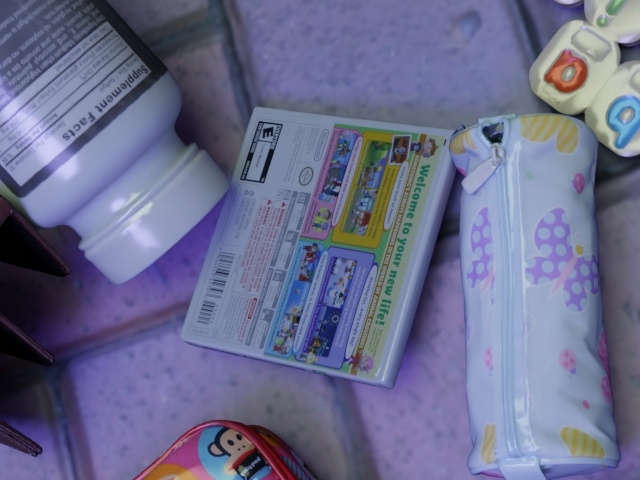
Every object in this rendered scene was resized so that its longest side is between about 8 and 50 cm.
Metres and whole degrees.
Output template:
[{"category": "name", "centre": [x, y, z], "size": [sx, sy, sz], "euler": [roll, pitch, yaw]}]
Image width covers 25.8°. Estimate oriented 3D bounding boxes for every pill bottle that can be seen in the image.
[{"category": "pill bottle", "centre": [-0.224, -0.121, 1.122], "size": [0.176, 0.176, 0.318], "euler": [-39, 101, 9]}]

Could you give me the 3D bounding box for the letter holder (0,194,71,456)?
[{"category": "letter holder", "centre": [-0.356, 0.048, 1.184], "size": [0.302, 0.214, 0.152], "euler": [14, 67, 31]}]

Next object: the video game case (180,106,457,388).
[{"category": "video game case", "centre": [0.000, 0.000, 1.127], "size": [0.193, 0.023, 0.212], "euler": [10, 75, 29]}]

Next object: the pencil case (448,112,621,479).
[{"category": "pencil case", "centre": [0.157, 0.042, 1.032], "size": [0.113, 0.124, 0.273], "euler": [-4, 78, 11]}]

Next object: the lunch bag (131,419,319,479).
[{"category": "lunch bag", "centre": [-0.087, 0.311, 1.071], "size": [0.293, 0.120, 0.258], "euler": [-43, 72, 3]}]

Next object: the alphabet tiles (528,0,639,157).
[{"category": "alphabet tiles", "centre": [0.305, -0.183, 1.066], "size": [0.284, 0.021, 0.278], "euler": [39, 98, 18]}]
